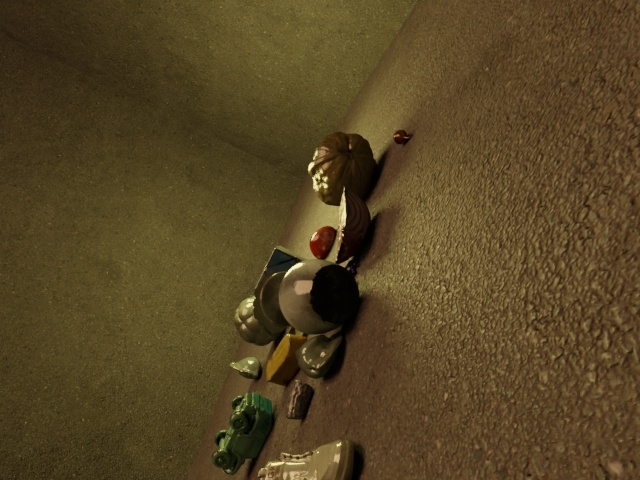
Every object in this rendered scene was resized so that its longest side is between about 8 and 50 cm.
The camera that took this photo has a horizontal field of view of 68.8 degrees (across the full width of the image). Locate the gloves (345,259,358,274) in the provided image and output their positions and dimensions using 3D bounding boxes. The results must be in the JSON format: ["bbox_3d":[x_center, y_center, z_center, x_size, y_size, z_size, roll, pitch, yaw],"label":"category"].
[{"bbox_3d":[0.102,0.091,1.541,0.064,0.026,0.086,-60,11,11],"label":"gloves"}]

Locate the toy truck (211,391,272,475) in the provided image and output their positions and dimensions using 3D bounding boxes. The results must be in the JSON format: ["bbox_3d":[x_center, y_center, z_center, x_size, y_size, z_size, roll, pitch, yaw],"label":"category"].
[{"bbox_3d":[-0.283,0.701,1.705,0.279,0.156,0.155,-65,10,4],"label":"toy truck"}]

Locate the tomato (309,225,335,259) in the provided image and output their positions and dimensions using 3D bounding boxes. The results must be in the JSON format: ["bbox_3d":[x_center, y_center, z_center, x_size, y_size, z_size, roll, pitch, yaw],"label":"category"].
[{"bbox_3d":[0.000,0.000,2.078,0.139,0.091,0.159,-47,19,56],"label":"tomato"}]

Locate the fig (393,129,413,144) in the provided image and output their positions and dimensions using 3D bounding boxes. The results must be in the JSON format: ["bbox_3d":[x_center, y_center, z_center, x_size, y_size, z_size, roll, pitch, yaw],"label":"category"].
[{"bbox_3d":[0.287,-0.359,1.618,0.083,0.050,0.050,16,81,60],"label":"fig"}]

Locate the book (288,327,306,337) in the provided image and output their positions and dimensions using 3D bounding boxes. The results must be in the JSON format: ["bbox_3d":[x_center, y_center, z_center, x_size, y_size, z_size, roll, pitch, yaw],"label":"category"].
[{"bbox_3d":[-0.063,0.315,1.848,0.290,0.026,0.201,-61,12,20],"label":"book"}]

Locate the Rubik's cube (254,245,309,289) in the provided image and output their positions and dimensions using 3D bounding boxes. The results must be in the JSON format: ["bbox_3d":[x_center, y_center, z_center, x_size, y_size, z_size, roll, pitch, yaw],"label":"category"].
[{"bbox_3d":[-0.148,0.157,2.067,0.205,0.205,0.207,-63,0,3],"label":"Rubik's cube"}]

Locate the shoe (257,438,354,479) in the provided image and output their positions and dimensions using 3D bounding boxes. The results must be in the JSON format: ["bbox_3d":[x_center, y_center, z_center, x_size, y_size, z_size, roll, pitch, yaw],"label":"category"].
[{"bbox_3d":[-0.051,0.510,1.002,0.124,0.159,0.317,-80,15,-58],"label":"shoe"}]

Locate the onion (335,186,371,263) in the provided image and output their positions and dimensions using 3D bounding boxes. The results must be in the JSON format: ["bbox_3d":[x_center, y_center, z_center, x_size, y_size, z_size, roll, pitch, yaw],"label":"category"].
[{"bbox_3d":[0.112,-0.036,1.601,0.248,0.111,0.250,96,177,-56],"label":"onion"}]

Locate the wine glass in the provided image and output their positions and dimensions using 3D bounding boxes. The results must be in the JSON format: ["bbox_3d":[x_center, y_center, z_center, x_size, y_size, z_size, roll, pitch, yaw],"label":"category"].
[{"bbox_3d":[-0.041,0.176,1.432,0.322,0.237,0.238,-21,44,57],"label":"wine glass"}]

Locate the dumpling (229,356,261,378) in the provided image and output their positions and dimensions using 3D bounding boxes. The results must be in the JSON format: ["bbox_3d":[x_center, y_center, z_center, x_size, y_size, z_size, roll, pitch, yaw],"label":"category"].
[{"bbox_3d":[-0.367,0.642,2.327,0.216,0.149,0.105,180,73,-72],"label":"dumpling"}]

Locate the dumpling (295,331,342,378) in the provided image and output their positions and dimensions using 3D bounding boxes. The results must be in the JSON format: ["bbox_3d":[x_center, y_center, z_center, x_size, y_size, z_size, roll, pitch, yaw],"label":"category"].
[{"bbox_3d":[-0.011,0.320,1.361,0.153,0.107,0.219,-68,14,-14],"label":"dumpling"}]

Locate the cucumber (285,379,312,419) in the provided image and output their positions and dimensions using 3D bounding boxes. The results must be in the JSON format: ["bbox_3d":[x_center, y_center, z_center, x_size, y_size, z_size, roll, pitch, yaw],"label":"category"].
[{"bbox_3d":[-0.066,0.480,1.397,0.064,0.064,0.112,-43,24,64],"label":"cucumber"}]

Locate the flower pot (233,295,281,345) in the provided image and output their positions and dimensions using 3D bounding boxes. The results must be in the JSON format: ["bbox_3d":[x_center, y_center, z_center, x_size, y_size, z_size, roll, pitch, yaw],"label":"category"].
[{"bbox_3d":[-0.283,0.379,2.229,0.195,0.246,0.246,-3,58,42],"label":"flower pot"}]

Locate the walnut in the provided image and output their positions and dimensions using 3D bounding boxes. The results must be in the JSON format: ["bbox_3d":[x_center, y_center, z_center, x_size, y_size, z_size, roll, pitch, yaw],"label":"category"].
[{"bbox_3d":[0.084,-0.287,1.857,0.253,0.282,0.277,-26,1,-23],"label":"walnut"}]

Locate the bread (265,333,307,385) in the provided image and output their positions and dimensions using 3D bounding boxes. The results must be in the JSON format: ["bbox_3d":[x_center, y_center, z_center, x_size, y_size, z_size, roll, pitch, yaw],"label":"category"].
[{"bbox_3d":[-0.118,0.434,1.687,0.102,0.094,0.246,-93,28,-50],"label":"bread"}]
